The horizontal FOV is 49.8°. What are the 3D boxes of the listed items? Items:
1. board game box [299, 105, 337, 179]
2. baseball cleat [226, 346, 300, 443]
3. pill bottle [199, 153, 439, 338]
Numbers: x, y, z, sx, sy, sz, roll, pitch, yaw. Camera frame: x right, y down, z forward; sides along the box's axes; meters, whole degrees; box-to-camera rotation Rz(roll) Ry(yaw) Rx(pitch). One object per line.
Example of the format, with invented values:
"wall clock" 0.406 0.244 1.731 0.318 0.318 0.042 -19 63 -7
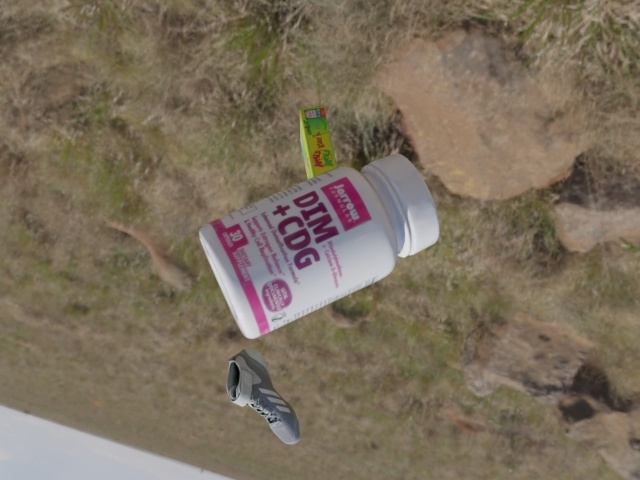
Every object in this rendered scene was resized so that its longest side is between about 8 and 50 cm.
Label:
"board game box" 0.000 -0.124 1.158 0.043 0.181 0.092 -8 154 -5
"baseball cleat" -0.116 0.307 1.299 0.072 0.109 0.206 -32 86 38
"pill bottle" 0.000 0.000 0.901 0.283 0.160 0.160 -25 164 -11
